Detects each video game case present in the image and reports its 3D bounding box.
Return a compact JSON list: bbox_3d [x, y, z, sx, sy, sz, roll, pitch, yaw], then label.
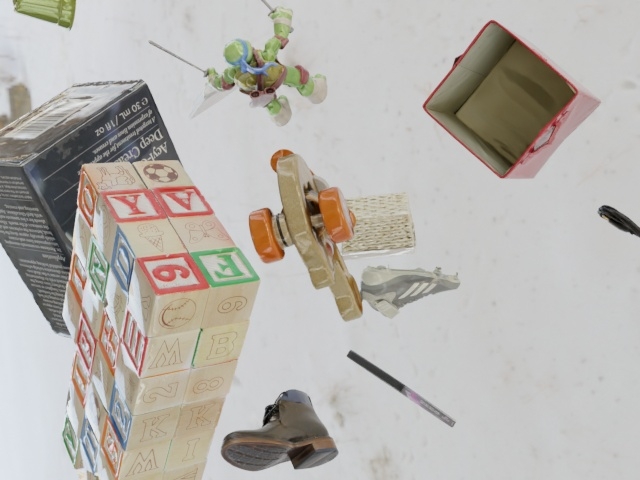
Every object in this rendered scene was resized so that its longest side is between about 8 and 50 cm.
[{"bbox_3d":[0.203,0.370,1.997,0.196,0.274,0.026,28,81,45],"label":"video game case"}]

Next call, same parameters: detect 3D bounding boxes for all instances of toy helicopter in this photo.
[{"bbox_3d":[0.000,0.000,1.317,0.355,0.140,0.235,64,-168,-45],"label":"toy helicopter"}]

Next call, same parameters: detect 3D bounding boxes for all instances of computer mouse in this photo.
[{"bbox_3d":[0.478,0.025,1.093,0.242,0.071,0.041,39,98,35],"label":"computer mouse"}]

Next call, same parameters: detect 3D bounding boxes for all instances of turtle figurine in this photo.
[{"bbox_3d":[-0.119,-0.350,1.523,0.275,0.266,0.198,32,89,34],"label":"turtle figurine"}]

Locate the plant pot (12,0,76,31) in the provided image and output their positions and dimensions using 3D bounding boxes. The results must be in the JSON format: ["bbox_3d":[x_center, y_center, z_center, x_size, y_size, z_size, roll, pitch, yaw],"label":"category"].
[{"bbox_3d":[-0.407,-0.355,1.178,0.083,0.079,0.083,-1,89,60],"label":"plant pot"}]

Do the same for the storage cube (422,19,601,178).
[{"bbox_3d":[0.324,-0.231,1.349,0.215,0.193,0.183,46,114,19],"label":"storage cube"}]

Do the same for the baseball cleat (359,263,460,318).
[{"bbox_3d":[0.174,0.103,1.589,0.072,0.206,0.109,-141,58,-77],"label":"baseball cleat"}]

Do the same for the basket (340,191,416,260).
[{"bbox_3d":[0.122,-0.033,1.758,0.113,0.167,0.103,-85,-14,-56],"label":"basket"}]

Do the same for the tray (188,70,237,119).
[{"bbox_3d":[-0.221,-0.333,1.754,0.030,0.145,0.270,56,166,-8],"label":"tray"}]

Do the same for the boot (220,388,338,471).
[{"bbox_3d":[-0.072,0.272,1.168,0.082,0.219,0.106,-40,53,24],"label":"boot"}]

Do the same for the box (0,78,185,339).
[{"bbox_3d":[-0.404,-0.048,1.460,0.212,0.293,0.395,6,129,36],"label":"box"}]

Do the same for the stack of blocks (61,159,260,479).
[{"bbox_3d":[-0.160,0.099,0.710,0.171,0.087,0.297,50,134,39],"label":"stack of blocks"}]
